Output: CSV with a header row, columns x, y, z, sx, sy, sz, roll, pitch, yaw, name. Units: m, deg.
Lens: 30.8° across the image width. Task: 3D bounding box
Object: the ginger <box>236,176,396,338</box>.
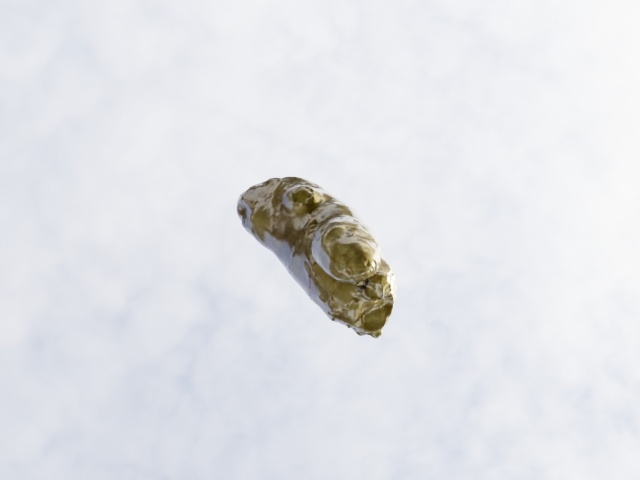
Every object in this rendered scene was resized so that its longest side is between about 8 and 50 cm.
x,y,z,sx,sy,sz,roll,pitch,yaw,name
0.009,0.011,0.952,0.115,0.205,0.081,35,-86,-31,ginger
